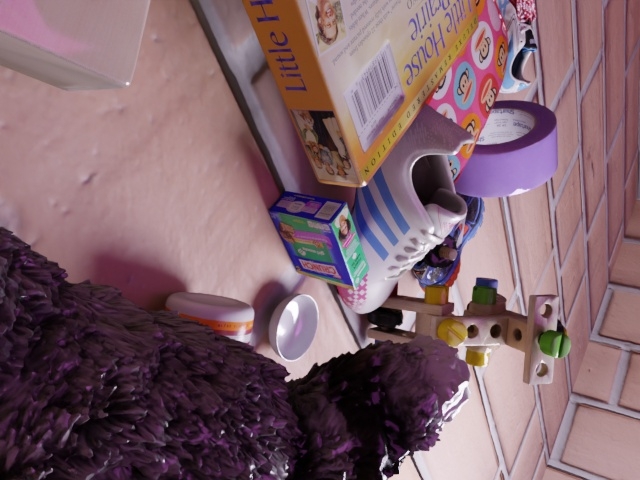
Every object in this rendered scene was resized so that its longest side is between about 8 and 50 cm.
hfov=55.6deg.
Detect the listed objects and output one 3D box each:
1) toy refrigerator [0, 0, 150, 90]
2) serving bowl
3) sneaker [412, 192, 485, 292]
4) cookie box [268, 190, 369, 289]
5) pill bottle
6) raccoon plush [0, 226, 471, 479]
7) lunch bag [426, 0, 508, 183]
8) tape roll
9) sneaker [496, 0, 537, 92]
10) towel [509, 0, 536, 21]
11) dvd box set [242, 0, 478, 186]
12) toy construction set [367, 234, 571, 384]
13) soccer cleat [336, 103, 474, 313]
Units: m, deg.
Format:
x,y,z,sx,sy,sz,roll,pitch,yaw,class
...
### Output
x,y,z,sx,sy,sz,roll,pitch,yaw,class
-0.166,-0.247,0.406,0.102,0.094,0.270,15,85,-52,toy refrigerator
-0.037,0.104,0.741,0.083,0.027,0.083,-19,114,-51,serving bowl
0.212,-0.021,1.023,0.087,0.083,0.221,38,65,-47,sneaker
0.000,0.000,0.710,0.040,0.092,0.107,-51,137,-30,cookie box
-0.117,0.131,0.583,0.086,0.086,0.152,8,92,-56,pill bottle
-0.111,0.053,0.419,0.446,0.216,0.299,-23,118,-31,raccoon plush
0.146,-0.246,0.839,0.258,0.120,0.293,45,63,-45,lunch bag
0.288,-0.153,0.995,0.189,0.189,0.080,-48,135,-37,tape roll
0.366,-0.396,1.133,0.085,0.086,0.237,-15,110,-51,sneaker
0.256,-0.484,0.913,0.275,0.031,0.199,54,17,-47,towel
0.027,-0.303,0.525,0.308,0.062,0.420,-55,138,-31,dvd box set
0.205,0.159,0.876,0.257,0.237,0.309,30,86,-29,toy construction set
0.099,-0.012,0.751,0.116,0.143,0.331,-41,147,-39,soccer cleat
